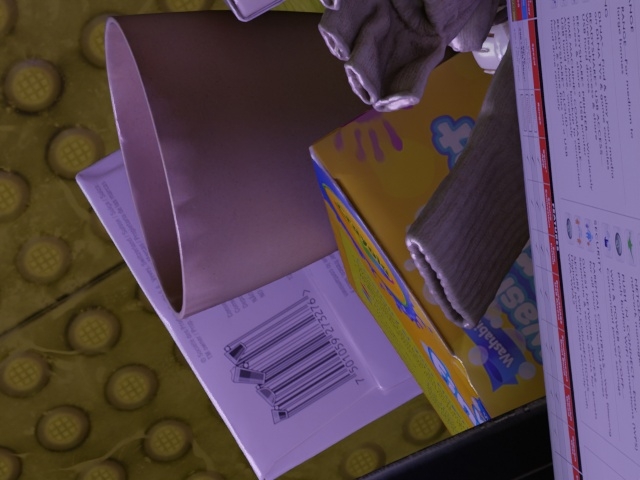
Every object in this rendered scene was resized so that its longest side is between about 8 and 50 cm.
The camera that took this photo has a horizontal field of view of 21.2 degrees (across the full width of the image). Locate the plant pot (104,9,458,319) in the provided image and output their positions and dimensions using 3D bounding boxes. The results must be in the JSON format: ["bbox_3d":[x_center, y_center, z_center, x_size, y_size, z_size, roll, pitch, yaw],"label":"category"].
[{"bbox_3d":[-0.018,-0.090,1.441,0.256,0.274,0.257,166,90,-78],"label":"plant pot"}]

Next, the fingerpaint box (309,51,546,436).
[{"bbox_3d":[0.189,0.119,1.272,0.445,0.163,0.371,56,176,17],"label":"fingerpaint box"}]

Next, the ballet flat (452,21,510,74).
[{"bbox_3d":[0.115,-0.132,1.113,0.057,0.052,0.168,61,177,-29],"label":"ballet flat"}]

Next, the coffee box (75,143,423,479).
[{"bbox_3d":[0.000,0.000,1.716,0.338,0.338,0.334,60,178,-1],"label":"coffee box"}]

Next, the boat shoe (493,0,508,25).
[{"bbox_3d":[0.032,-0.239,0.821,0.097,0.116,0.324,-118,4,-67],"label":"boat shoe"}]

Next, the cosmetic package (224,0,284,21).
[{"bbox_3d":[-0.054,-0.294,1.371,0.113,0.160,0.309,61,176,-26],"label":"cosmetic package"}]

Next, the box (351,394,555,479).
[{"bbox_3d":[0.084,0.326,0.924,0.395,0.212,0.293,65,159,13],"label":"box"}]

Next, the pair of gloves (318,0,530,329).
[{"bbox_3d":[0.084,-0.102,0.790,0.042,0.204,0.240,9,140,35],"label":"pair of gloves"}]

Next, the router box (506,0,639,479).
[{"bbox_3d":[0.151,0.043,0.617,0.301,0.082,0.336,-135,39,-82],"label":"router box"}]
